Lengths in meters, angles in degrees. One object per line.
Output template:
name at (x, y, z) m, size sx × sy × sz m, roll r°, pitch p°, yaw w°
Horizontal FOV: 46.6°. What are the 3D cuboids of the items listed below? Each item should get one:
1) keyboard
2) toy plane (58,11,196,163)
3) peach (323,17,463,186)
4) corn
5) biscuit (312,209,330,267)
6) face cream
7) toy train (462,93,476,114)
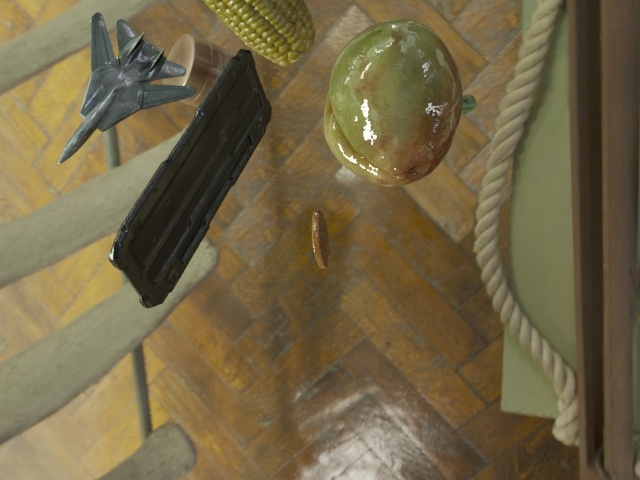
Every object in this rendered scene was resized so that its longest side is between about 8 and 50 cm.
keyboard at (-0.113, -0.063, 0.698) m, size 0.016 × 0.262 × 0.106 m, roll 11°, pitch 147°, yaw 23°
toy plane at (-0.363, -0.236, 1.276) m, size 0.212 × 0.088 × 0.267 m, roll 37°, pitch 83°, yaw -14°
peach at (0.134, -0.240, 1.332) m, size 0.248 × 0.292 × 0.292 m, roll -10°, pitch 104°, yaw -19°
corn at (-0.104, -0.301, 0.775) m, size 0.101 × 0.101 × 0.291 m, roll -23°, pitch 130°, yaw 27°
biscuit at (0.000, 0.000, 1.142) m, size 0.015 × 0.091 × 0.078 m, roll -7°, pitch 142°, yaw 11°
face cream at (-0.276, -0.379, 1.682) m, size 0.149 × 0.104 × 0.149 m, roll -22°, pitch 62°, yaw 49°
toy train at (0.268, -0.278, 1.571) m, size 0.071 × 0.148 × 0.038 m, roll -33°, pitch 80°, yaw 40°
